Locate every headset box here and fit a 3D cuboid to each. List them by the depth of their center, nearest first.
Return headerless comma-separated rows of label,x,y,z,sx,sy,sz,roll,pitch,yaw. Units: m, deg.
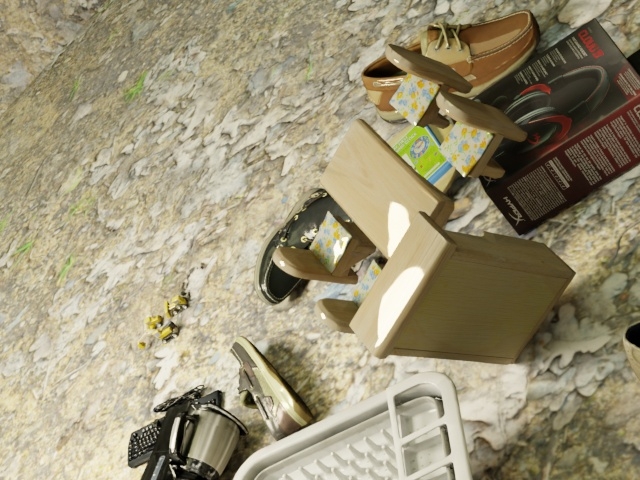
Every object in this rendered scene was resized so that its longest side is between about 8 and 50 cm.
headset box,0.360,-0.177,1.560,0.293,0.110,0.218,-33,37,16

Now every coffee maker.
coffee maker,-0.206,0.348,1.598,0.171,0.120,0.178,-37,27,52

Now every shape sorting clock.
shape sorting clock,0.150,-0.111,1.759,0.206,0.040,0.206,-26,48,33

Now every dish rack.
dish rack,0.041,0.326,1.253,0.333,0.072,0.285,-28,37,19

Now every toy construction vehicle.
toy construction vehicle,-0.289,0.146,1.933,0.098,0.035,0.086,-29,38,20

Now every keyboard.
keyboard,-0.246,0.293,1.740,0.192,0.038,0.100,-28,38,20

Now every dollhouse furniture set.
dollhouse furniture set,0.101,-0.024,1.429,0.394,0.256,0.362,50,118,41

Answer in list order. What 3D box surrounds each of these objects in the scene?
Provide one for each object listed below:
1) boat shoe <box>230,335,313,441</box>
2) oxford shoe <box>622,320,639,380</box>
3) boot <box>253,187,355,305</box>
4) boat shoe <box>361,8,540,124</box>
boat shoe,-0.093,0.223,1.624,0.073,0.080,0.223,-42,39,-6
oxford shoe,0.494,0.099,1.129,0.348,0.130,0.123,-23,40,27
boot,-0.001,-0.002,1.739,0.178,0.085,0.236,-9,43,52
boat shoe,0.214,-0.309,1.832,0.324,0.120,0.122,-25,40,25
